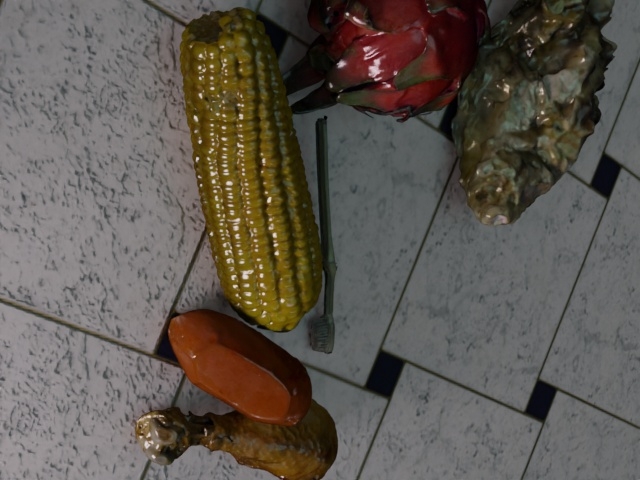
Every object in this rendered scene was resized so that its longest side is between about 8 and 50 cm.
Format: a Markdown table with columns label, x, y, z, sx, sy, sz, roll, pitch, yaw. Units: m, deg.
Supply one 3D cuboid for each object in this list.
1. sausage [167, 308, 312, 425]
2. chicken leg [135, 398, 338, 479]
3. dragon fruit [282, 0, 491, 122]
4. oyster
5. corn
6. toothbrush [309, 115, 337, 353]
| label | x | y | z | sx | sy | sz | roll | pitch | yaw |
| --- | --- | --- | --- | --- | --- | --- | --- | --- | --- |
| sausage | -0.084 | 0.137 | 1.459 | 0.179 | 0.089 | 0.089 | 32 | 79 | -17 |
| chicken leg | -0.087 | 0.216 | 1.504 | 0.251 | 0.107 | 0.087 | 8 | 114 | -35 |
| dragon fruit | 0.075 | -0.223 | 1.473 | 0.274 | 0.193 | 0.192 | -47 | 159 | -20 |
| oyster | 0.277 | -0.172 | 1.708 | 0.238 | 0.114 | 0.351 | 38 | 75 | -41 |
| corn | -0.070 | -0.066 | 1.420 | 0.120 | 0.120 | 0.363 | -27 | 120 | -34 |
| toothbrush | 0.005 | -0.001 | 1.558 | 0.028 | 0.026 | 0.294 | -9 | 113 | -28 |
